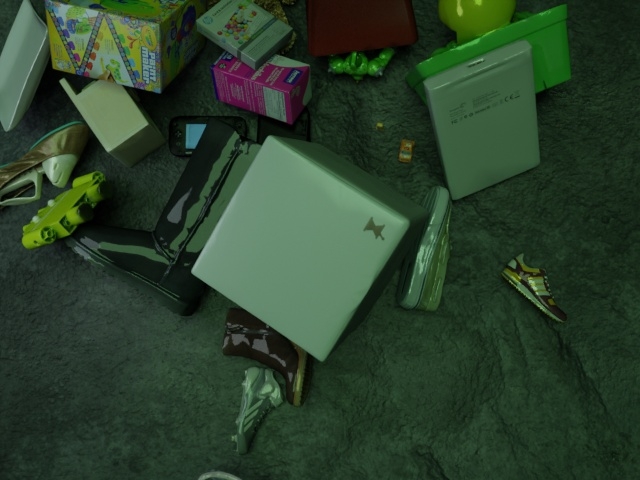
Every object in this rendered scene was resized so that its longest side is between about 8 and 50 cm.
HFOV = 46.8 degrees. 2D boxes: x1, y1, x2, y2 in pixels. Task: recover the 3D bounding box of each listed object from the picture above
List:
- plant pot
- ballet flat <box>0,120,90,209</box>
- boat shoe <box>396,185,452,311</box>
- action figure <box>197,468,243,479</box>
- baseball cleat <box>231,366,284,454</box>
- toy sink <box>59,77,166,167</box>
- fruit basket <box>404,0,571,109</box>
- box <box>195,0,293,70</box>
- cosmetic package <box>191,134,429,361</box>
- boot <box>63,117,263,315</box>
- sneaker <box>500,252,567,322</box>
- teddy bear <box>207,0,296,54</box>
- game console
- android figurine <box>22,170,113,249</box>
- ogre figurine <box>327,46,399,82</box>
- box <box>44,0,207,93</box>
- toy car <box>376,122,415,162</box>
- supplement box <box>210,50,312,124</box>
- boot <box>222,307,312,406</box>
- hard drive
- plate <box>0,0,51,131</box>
[{"bbox_3d":[0.083,-0.630,1.757,0.267,0.235,0.267,-7,58,4],"label":"plant pot"},{"bbox_3d":[-0.711,-0.167,1.851,0.342,0.116,0.124,-27,72,3],"label":"ballet flat"},{"bbox_3d":[0.262,0.023,1.759,0.094,0.109,0.302,18,86,-17],"label":"boat shoe"},{"bbox_3d":[-0.188,0.706,1.602,0.248,0.275,0.370,13,68,1],"label":"action figure"},{"bbox_3d":[-0.143,0.402,1.735,0.109,0.072,0.206,5,82,6],"label":"baseball cleat"},{"bbox_3d":[-0.511,-0.324,1.845,0.131,0.153,0.234,-36,79,-2],"label":"toy sink"},{"bbox_3d":[0.371,-0.482,1.724,0.392,0.283,0.392,0,95,-1],"label":"fruit basket"},{"bbox_3d":[-0.183,-0.509,1.787,0.186,0.038,0.145,36,63,13],"label":"box"},{"bbox_3d":[0.000,0.000,1.589,0.327,0.394,0.329,33,101,9],"label":"cosmetic package"},{"bbox_3d":[-0.349,-0.098,1.768,0.367,0.146,0.445,30,96,-3],"label":"boot"},{"bbox_3d":[0.514,0.111,1.726,0.185,0.069,0.084,42,92,9],"label":"sneaker"},{"bbox_3d":[-0.178,-0.623,1.900,0.245,0.113,0.338,-32,87,6],"label":"teddy bear"},{"bbox_3d":[-0.205,-0.246,1.860,0.361,0.044,0.213,1,81,6],"label":"game console"},{"bbox_3d":[-0.618,-0.069,1.782,0.273,0.056,0.248,-11,36,39],"label":"android figurine"},{"bbox_3d":[0.092,-0.464,1.845,0.197,0.097,0.118,13,70,-4],"label":"ogre figurine"},{"bbox_3d":[-0.456,-0.520,1.788,0.279,0.177,0.290,14,39,6],"label":"box"},{"bbox_3d":[0.179,-0.242,1.827,0.122,0.040,0.060,29,84,8],"label":"toy car"},{"bbox_3d":[-0.143,-0.386,1.811,0.220,0.114,0.111,21,58,16],"label":"supplement box"},{"bbox_3d":[-0.127,0.270,1.740,0.207,0.090,0.248,-3,65,10],"label":"boot"},{"bbox_3d":[0.373,-0.260,1.670,0.233,0.353,0.047,-23,48,1],"label":"hard drive"},{"bbox_3d":[-0.740,-0.437,1.840,0.277,0.045,0.278,47,113,45],"label":"plate"}]
